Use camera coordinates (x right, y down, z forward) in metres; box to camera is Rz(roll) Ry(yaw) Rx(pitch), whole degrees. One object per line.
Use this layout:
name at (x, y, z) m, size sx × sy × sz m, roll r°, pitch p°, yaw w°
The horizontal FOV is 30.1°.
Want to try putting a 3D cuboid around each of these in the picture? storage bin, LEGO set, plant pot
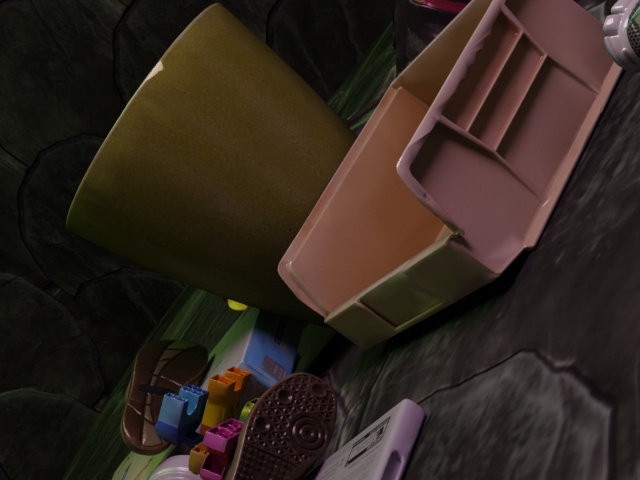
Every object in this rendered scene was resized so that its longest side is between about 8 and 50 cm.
storage bin at (0.104, -0.062, 1.005) m, size 0.260 × 0.123 × 0.262 m, roll -58°, pitch 9°, yaw -27°
LEGO set at (-0.082, 0.173, 1.026) m, size 0.227 × 0.087 × 0.093 m, roll -12°, pitch -61°, yaw -69°
plant pot at (-0.056, -0.042, 1.204) m, size 0.274 × 0.294 × 0.275 m, roll -56°, pitch 2°, yaw 3°

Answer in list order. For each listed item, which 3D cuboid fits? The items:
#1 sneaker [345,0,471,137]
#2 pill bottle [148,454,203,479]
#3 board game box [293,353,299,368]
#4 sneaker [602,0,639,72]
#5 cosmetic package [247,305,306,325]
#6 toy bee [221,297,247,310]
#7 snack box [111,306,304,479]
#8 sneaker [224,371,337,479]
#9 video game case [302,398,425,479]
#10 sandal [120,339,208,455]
sneaker at (0.152, -0.272, 1.308) m, size 0.482 × 0.202 × 0.185 m, roll -54°, pitch 7°, yaw 6°
pill bottle at (-0.141, 0.280, 1.077) m, size 0.108 × 0.108 × 0.180 m, roll -51°, pitch 8°, yaw 26°
board game box at (-0.097, 0.218, 1.344) m, size 0.136 × 0.035 × 0.201 m, roll -50°, pitch 9°, yaw 35°
sneaker at (0.269, -0.188, 0.831) m, size 0.166 × 0.065 × 0.076 m, roll -59°, pitch 25°, yaw -10°
cosmetic package at (0.000, 0.000, 1.468) m, size 0.239 × 0.099 × 0.060 m, roll -53°, pitch 10°, yaw 19°
toy bee at (-0.080, 0.021, 1.787) m, size 0.298 × 0.162 × 0.195 m, roll 71°, pitch -138°, yaw -69°
snack box at (-0.137, 0.210, 1.264) m, size 0.322 × 0.060 × 0.187 m, roll -51°, pitch 9°, yaw 21°
sneaker at (-0.049, 0.184, 0.917) m, size 0.188 × 0.066 × 0.071 m, roll -59°, pitch 4°, yaw -39°
video game case at (-0.010, 0.224, 0.846) m, size 0.201 × 0.023 × 0.183 m, roll -46°, pitch 12°, yaw 44°
sandal at (-0.164, 0.161, 1.211) m, size 0.180 × 0.072 × 0.049 m, roll -78°, pitch 3°, yaw -56°
